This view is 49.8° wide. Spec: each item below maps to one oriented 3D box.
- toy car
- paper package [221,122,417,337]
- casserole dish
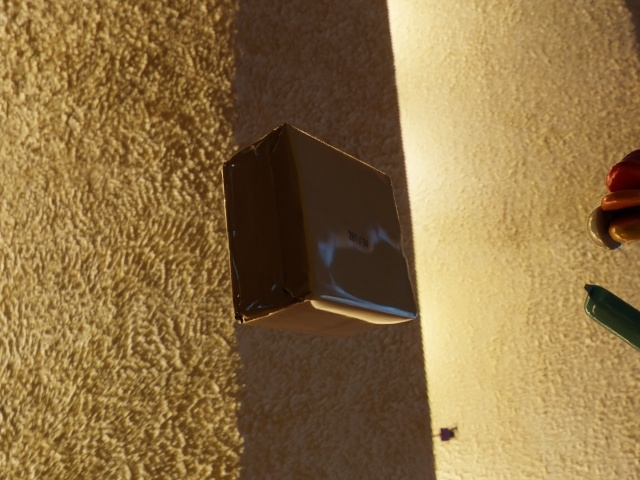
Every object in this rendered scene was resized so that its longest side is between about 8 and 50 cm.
[{"bbox_3d":[0.496,-0.070,1.053,0.182,0.159,0.136,-26,-83,-39],"label":"toy car"},{"bbox_3d":[0.000,0.000,1.200,0.325,0.168,0.309,18,-122,-51],"label":"paper package"},{"bbox_3d":[0.534,0.145,1.201,0.188,0.037,0.114,36,-154,18],"label":"casserole dish"}]
